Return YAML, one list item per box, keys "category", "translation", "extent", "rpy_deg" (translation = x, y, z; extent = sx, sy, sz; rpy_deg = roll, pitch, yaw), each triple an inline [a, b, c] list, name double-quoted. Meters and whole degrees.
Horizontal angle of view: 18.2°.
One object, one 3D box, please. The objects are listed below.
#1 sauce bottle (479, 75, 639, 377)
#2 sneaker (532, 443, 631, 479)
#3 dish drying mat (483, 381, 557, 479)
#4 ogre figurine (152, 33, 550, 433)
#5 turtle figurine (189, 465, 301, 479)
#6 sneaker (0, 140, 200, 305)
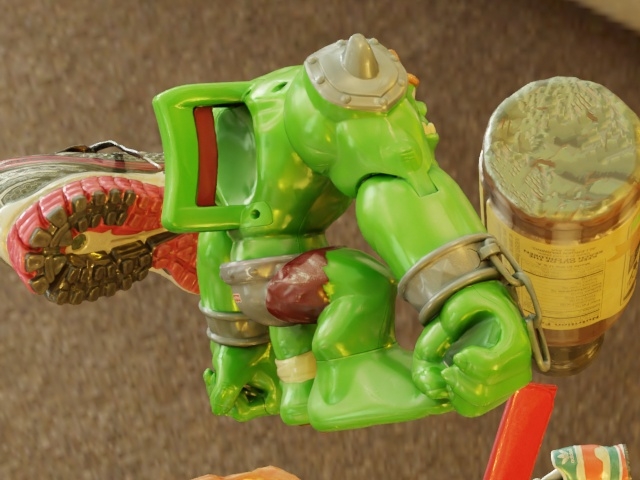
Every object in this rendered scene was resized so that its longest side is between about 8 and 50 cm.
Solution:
- category: "sauce bottle"
  translation: [0.167, 0.006, 1.393]
  extent: [0.111, 0.344, 0.111]
  rpy_deg: [-2, 68, 5]
- category: "sneaker"
  translation: [0.196, 0.221, 1.632]
  extent: [0.075, 0.161, 0.057]
  rpy_deg: [7, 44, -11]
- category: "dish drying mat"
  translation: [0.095, 0.110, 0.990]
  extent: [0.008, 0.032, 0.083]
  rpy_deg: [26, 102, 48]
- category: "ogre figurine"
  translation: [0.000, 0.000, 0.645]
  extent: [0.097, 0.197, 0.118]
  rpy_deg: [-15, 92, -6]
- category: "turtle figurine"
  translation: [0.058, 0.149, 0.519]
  extent: [0.269, 0.087, 0.217]
  rpy_deg: [7, 34, -25]
- category: "sneaker"
  translation: [-0.135, -0.030, 1.520]
  extent: [0.112, 0.121, 0.299]
  rpy_deg: [33, 21, 35]
